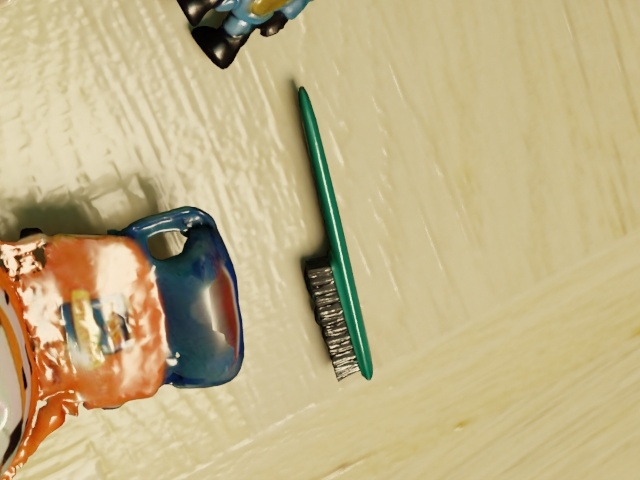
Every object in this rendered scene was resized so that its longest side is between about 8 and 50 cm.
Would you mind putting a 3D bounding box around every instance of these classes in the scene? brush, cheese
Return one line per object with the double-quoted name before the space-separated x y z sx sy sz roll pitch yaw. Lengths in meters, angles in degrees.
"brush" 0.000 0.000 1.005 0.032 0.043 0.193 -15 106 -1
"cheese" -0.203 0.064 0.889 0.329 0.129 0.217 -13 107 -19

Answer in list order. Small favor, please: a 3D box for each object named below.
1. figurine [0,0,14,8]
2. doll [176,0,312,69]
"figurine" -0.285 -0.154 0.818 0.235 0.127 0.155 -19 98 -22
"doll" 0.004 -0.178 0.950 0.195 0.070 0.096 -36 142 -5
